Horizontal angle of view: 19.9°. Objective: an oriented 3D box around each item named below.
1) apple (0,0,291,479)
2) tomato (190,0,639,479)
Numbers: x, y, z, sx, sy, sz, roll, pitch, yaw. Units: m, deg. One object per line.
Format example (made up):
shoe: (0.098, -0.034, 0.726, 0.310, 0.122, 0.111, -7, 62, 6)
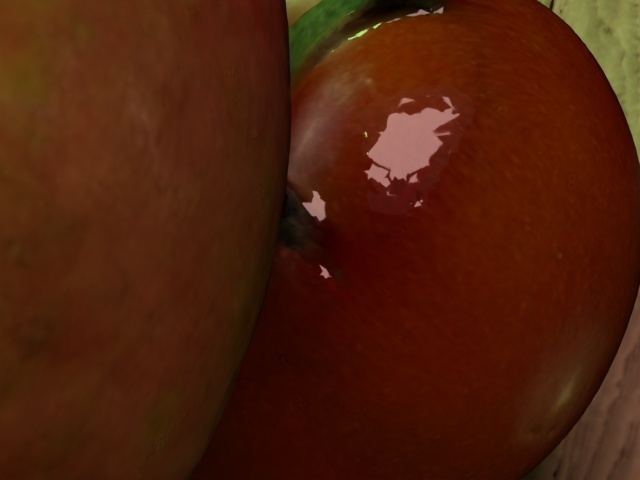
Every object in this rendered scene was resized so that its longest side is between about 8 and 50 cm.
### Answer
apple: (-0.196, -0.031, 0.505, 0.364, 0.364, 0.364, 0, 41, 0)
tomato: (0.000, 0.000, 0.720, 0.256, 0.224, 0.256, -20, 51, 27)
